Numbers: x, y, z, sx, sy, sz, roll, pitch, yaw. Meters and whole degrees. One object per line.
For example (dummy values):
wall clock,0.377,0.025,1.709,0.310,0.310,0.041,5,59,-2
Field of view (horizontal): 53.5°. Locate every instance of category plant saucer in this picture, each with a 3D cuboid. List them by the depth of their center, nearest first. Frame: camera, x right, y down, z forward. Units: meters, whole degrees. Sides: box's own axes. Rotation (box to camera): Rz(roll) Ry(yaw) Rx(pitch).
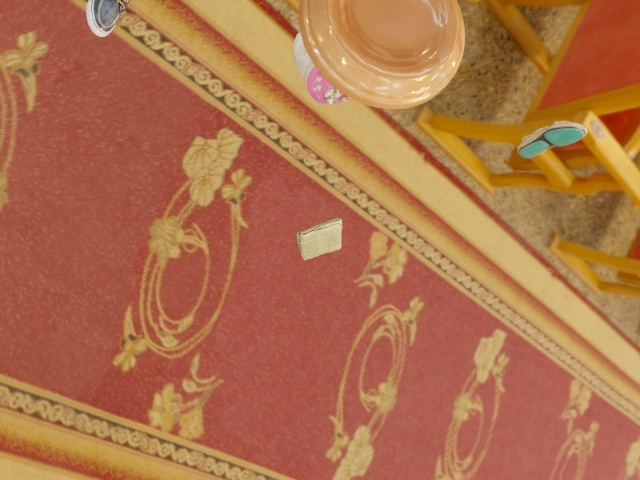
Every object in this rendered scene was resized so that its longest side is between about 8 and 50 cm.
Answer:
plant saucer,0.076,-0.248,0.714,0.200,0.037,0.199,3,79,-15

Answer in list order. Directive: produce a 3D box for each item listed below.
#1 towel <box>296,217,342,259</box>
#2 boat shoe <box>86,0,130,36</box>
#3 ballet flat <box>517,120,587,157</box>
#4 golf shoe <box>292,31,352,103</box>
towel,0.000,0.000,1.474,0.110,0.148,0.027,-19,67,-7
boat shoe,-0.413,-0.501,1.292,0.065,0.083,0.183,40,50,-48
ballet flat,0.469,-0.217,1.292,0.057,0.168,0.052,32,67,-22
golf shoe,0.095,-0.317,1.061,0.306,0.140,0.115,-13,139,-27
